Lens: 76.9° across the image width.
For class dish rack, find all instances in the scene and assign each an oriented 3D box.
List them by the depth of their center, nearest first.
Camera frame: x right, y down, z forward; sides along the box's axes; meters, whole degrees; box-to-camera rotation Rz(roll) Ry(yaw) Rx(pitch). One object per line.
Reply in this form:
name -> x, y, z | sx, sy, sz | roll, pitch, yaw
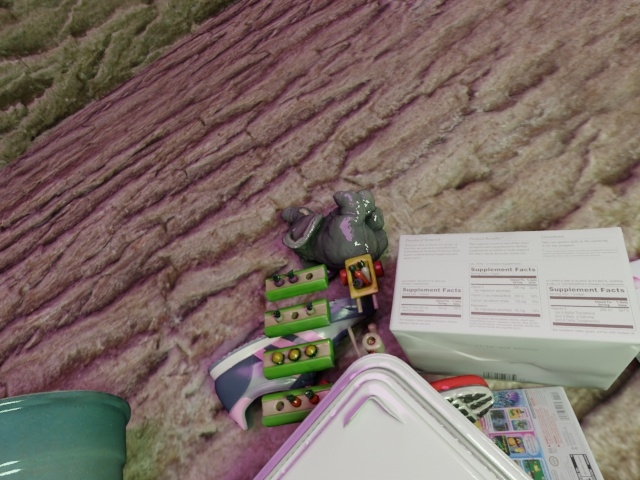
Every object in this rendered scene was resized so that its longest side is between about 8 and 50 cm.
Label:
dish rack -> 0.055, 0.326, 0.436 | 0.285, 0.072, 0.332 | 41, 89, 22

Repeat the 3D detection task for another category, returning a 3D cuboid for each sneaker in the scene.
sneaker -> 0.099, 0.219, 0.585 | 0.279, 0.107, 0.118 | -21, 40, 26
sneaker -> -0.026, 0.202, 0.690 | 0.319, 0.112, 0.131 | -29, 70, 2

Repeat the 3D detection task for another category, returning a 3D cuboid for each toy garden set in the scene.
toy garden set -> 0.005, 0.131, 0.605 | 0.204, 0.049, 0.244 | -15, 51, 12

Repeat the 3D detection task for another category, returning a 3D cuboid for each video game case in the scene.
video game case -> 0.260, 0.258, 0.519 | 0.143, 0.019, 0.157 | -11, 25, 17

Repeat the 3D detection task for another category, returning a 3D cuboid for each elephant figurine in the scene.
elephant figurine -> 0.000, 0.000, 0.798 | 0.240, 0.186, 0.169 | -13, 95, 28

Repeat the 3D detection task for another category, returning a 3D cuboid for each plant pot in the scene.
plant pot -> -0.419, 0.441, 0.548 | 0.341, 0.341, 0.334 | -30, 58, 1

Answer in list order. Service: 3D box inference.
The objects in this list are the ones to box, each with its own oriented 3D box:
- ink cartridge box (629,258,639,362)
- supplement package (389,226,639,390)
ink cartridge box -> 0.586, 0.128, 0.483 | 0.324, 0.071, 0.330 | -21, 49, 8
supplement package -> 0.252, 0.098, 0.560 | 0.262, 0.204, 0.145 | -1, 58, 23
